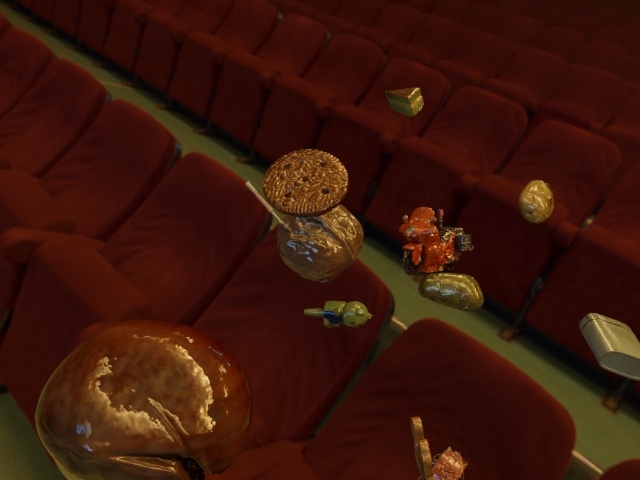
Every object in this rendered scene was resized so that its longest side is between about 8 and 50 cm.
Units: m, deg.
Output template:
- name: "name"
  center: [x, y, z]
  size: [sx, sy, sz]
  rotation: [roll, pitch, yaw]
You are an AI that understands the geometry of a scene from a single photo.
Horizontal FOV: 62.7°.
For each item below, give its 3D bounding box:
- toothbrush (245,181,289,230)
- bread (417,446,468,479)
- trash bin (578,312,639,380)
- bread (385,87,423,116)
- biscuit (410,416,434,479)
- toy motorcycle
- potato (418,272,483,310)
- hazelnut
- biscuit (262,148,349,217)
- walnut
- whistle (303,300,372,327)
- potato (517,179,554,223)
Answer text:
- name: "toothbrush"
  center: [-0.159, -0.102, 1.574]
  size: [0.194, 0.014, 0.017]
  rotation: [48, -12, 9]
- name: "bread"
  center: [0.450, 0.862, 1.908]
  size: [0.142, 0.212, 0.224]
  rotation: [37, 36, 23]
- name: "trash bin"
  center: [0.646, 0.230, 1.153]
  size: [0.116, 0.059, 0.130]
  rotation: [20, 29, -4]
- name: "bread"
  center: [0.268, -0.466, 1.787]
  size: [0.139, 0.074, 0.084]
  rotation: [8, 43, 39]
- name: "biscuit"
  center: [0.259, 0.554, 1.316]
  size: [0.040, 0.237, 0.144]
  rotation: [-8, 30, 6]
- name: "toy motorcycle"
  center: [0.382, -0.002, 1.779]
  size: [0.325, 0.222, 0.147]
  rotation: [-4, 7, -43]
- name: "potato"
  center: [0.381, 0.147, 1.533]
  size: [0.187, 0.105, 0.085]
  rotation: [7, -9, 12]
- name: "hazelnut"
  center: [-0.342, 0.346, 1.037]
  size: [0.408, 0.360, 0.359]
  rotation: [6, 13, 19]
- name: "biscuit"
  center: [-0.031, -0.127, 1.121]
  size: [0.187, 0.027, 0.188]
  rotation: [-2, 54, 3]
- name: "walnut"
  center: [-0.002, 0.001, 1.635]
  size: [0.273, 0.227, 0.273]
  rotation: [17, 31, -10]
- name: "whistle"
  center: [0.056, 0.235, 1.675]
  size: [0.227, 0.085, 0.105]
  rotation: [-1, -18, 19]
- name: "potato"
  center: [0.622, -0.112, 1.507]
  size: [0.107, 0.080, 0.170]
  rotation: [49, 47, 4]
